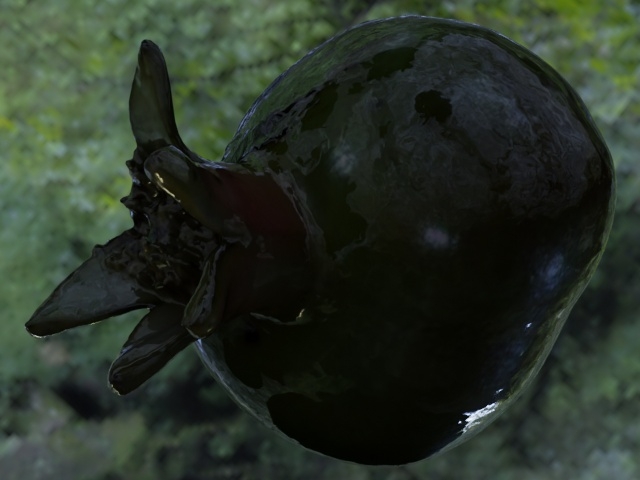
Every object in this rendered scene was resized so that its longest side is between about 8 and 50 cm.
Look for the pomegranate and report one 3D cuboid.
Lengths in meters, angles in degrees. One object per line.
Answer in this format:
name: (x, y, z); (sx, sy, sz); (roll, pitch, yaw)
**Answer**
pomegranate: (0.000, 0.000, 0.603); (0.191, 0.131, 0.152); (-6, 132, -41)
